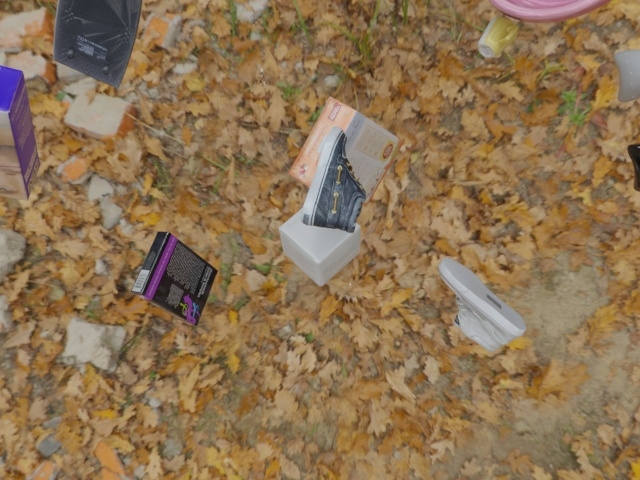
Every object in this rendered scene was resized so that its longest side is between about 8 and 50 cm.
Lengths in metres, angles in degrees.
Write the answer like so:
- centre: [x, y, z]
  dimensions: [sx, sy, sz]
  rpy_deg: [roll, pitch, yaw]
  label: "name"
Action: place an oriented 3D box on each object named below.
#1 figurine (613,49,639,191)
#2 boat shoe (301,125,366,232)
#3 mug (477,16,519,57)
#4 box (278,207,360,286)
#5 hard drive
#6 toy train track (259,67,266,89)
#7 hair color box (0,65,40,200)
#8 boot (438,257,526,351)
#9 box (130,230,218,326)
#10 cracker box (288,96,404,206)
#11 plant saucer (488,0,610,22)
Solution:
- centre: [0.458, -0.160, 0.663]
  dimensions: [0.093, 0.209, 0.214]
  rpy_deg: [-16, 98, -11]
  label: "figurine"
- centre: [0.033, -0.091, 0.814]
  dimensions: [0.083, 0.065, 0.183]
  rpy_deg: [15, 61, 2]
  label: "boat shoe"
- centre: [0.348, -0.403, 1.061]
  dimensions: [0.062, 0.078, 0.064]
  rpy_deg: [37, 79, 11]
  label: "mug"
- centre: [0.000, 0.000, 0.913]
  dimensions: [0.101, 0.087, 0.102]
  rpy_deg: [-41, 65, -20]
  label: "box"
- centre: [-0.490, -0.487, 1.188]
  dimensions: [0.172, 0.054, 0.254]
  rpy_deg: [23, 125, -11]
  label: "hard drive"
- centre: [-0.149, -0.414, 1.352]
  dimensions: [0.014, 0.083, 0.048]
  rpy_deg: [-8, 83, -3]
  label: "toy train track"
- centre: [-0.690, -0.216, 1.072]
  dimensions: [0.185, 0.339, 0.110]
  rpy_deg: [11, 64, -17]
  label: "hair color box"
- centre: [0.356, 0.164, 1.286]
  dimensions: [0.258, 0.095, 0.123]
  rpy_deg: [43, 123, 3]
  label: "boot"
- centre: [-0.251, 0.071, 0.944]
  dimensions: [0.029, 0.162, 0.116]
  rpy_deg: [4, 64, 29]
  label: "box"
- centre: [0.056, -0.159, 1.014]
  dimensions: [0.067, 0.232, 0.155]
  rpy_deg: [36, 103, 26]
  label: "cracker box"
- centre: [0.448, -0.548, 0.964]
  dimensions: [0.332, 0.084, 0.331]
  rpy_deg: [-6, 80, 36]
  label: "plant saucer"
